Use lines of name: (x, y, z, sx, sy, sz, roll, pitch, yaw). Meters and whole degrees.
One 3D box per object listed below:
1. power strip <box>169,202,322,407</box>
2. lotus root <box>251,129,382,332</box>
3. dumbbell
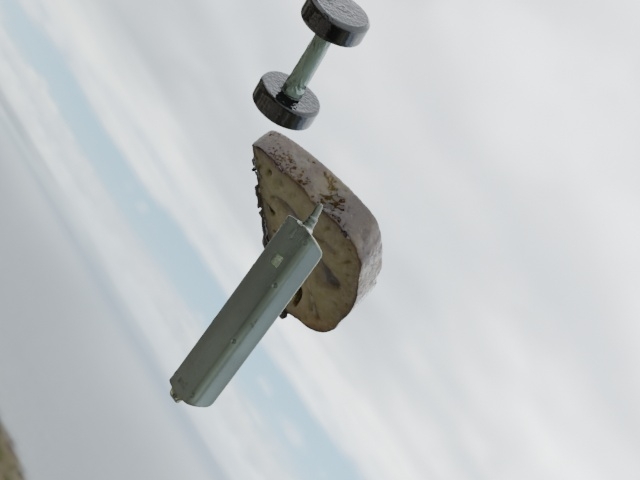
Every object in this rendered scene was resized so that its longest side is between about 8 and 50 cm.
power strip: (-0.070, 0.066, 1.501, 0.027, 0.253, 0.060, 33, 5, -38)
lotus root: (0.000, 0.000, 1.849, 0.170, 0.074, 0.261, 22, -47, 34)
dumbbell: (-0.014, -0.255, 2.071, 0.100, 0.100, 0.191, 54, -51, 31)
